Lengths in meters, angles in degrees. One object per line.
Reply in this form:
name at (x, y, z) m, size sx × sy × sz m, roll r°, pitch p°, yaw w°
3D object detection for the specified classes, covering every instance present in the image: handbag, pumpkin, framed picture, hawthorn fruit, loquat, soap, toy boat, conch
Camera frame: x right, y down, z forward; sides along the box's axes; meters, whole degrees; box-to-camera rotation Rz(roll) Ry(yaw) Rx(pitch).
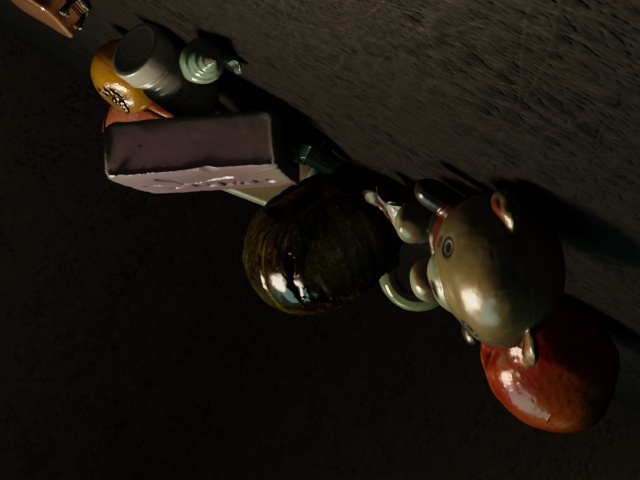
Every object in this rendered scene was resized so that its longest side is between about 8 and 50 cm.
handbag at (-0.494, -0.438, 1.637) m, size 0.151 × 0.072 × 0.193 m, roll 31°, pitch 175°, yaw 4°
pumpkin at (0.000, 0.000, 1.711) m, size 0.192 × 0.320 × 0.320 m, roll 60°, pitch 164°, yaw -24°
framed picture at (-0.128, -0.150, 1.883) m, size 0.231 × 0.018 × 0.293 m, roll 21°, pitch 155°, yaw -7°
hawthorn fruit at (0.397, 0.221, 1.722) m, size 0.300 × 0.254 × 0.254 m, roll 20°, pitch 179°, yaw -11°
loquat at (-0.367, -0.316, 1.757) m, size 0.141 × 0.141 × 0.141 m, roll 31°, pitch 177°, yaw 2°
soap at (-0.197, -0.152, 1.616) m, size 0.296 × 0.107 × 0.285 m, roll -4°, pitch 176°, yaw 8°
toy boat at (-0.001, -0.147, 1.600) m, size 0.055 × 0.060 × 0.141 m, roll 28°, pitch -177°, yaw 34°
conch at (-0.162, -0.265, 1.336) m, size 0.180 × 0.088 × 0.065 m, roll -139°, pitch 35°, yaw -68°

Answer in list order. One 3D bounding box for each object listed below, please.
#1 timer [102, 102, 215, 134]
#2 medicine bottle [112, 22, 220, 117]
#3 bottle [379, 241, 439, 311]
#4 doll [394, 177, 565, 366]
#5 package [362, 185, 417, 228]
timer at (-0.339, -0.238, 1.948) m, size 0.229 × 0.215 × 0.229 m, roll 31°, pitch 177°, yaw 2°
medicine bottle at (-0.254, -0.277, 1.538) m, size 0.105 × 0.105 × 0.168 m, roll 29°, pitch 176°, yaw 40°
bottle at (0.210, 0.068, 1.999) m, size 0.168 × 0.168 × 0.347 m, roll 31°, pitch 180°, yaw 6°
doll at (0.216, 0.028, 1.215) m, size 0.174 × 0.235 × 0.330 m, roll -11°, pitch -168°, yaw -6°
package at (0.200, -0.027, 1.546) m, size 0.269 × 0.071 × 0.194 m, roll 21°, pitch -175°, yaw -6°
